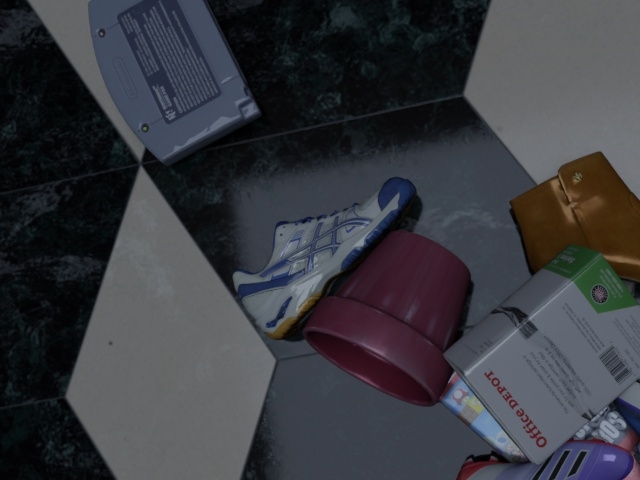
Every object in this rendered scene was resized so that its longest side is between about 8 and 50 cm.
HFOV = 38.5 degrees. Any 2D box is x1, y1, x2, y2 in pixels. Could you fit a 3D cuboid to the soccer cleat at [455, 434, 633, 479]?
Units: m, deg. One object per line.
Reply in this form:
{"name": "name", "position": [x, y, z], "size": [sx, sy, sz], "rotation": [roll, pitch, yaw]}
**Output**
{"name": "soccer cleat", "position": [0.274, 0.311, 1.150], "size": [0.248, 0.083, 0.095], "rotation": [-20, 34, 37]}

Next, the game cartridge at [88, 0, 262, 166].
{"name": "game cartridge", "position": [-0.235, -0.271, 1.402], "size": [0.196, 0.060, 0.294], "rotation": [-26, 78, 3]}

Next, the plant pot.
{"name": "plant pot", "position": [0.104, 0.095, 1.220], "size": [0.201, 0.201, 0.180], "rotation": [26, 71, 14]}

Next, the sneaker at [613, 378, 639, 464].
{"name": "sneaker", "position": [0.440, 0.345, 1.124], "size": [0.323, 0.130, 0.236], "rotation": [37, 95, 4]}

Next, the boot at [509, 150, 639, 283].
{"name": "boot", "position": [0.417, -0.026, 1.212], "size": [0.295, 0.104, 0.211], "rotation": [-20, 77, 9]}

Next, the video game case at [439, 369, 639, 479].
{"name": "video game case", "position": [0.326, 0.226, 1.232], "size": [0.285, 0.025, 0.204], "rotation": [40, 91, 14]}

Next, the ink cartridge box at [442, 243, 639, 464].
{"name": "ink cartridge box", "position": [0.283, 0.136, 1.112], "size": [0.219, 0.092, 0.160], "rotation": [-39, 104, -2]}

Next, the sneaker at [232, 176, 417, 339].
{"name": "sneaker", "position": [0.000, 0.000, 1.286], "size": [0.296, 0.112, 0.131], "rotation": [-44, 76, 2]}
